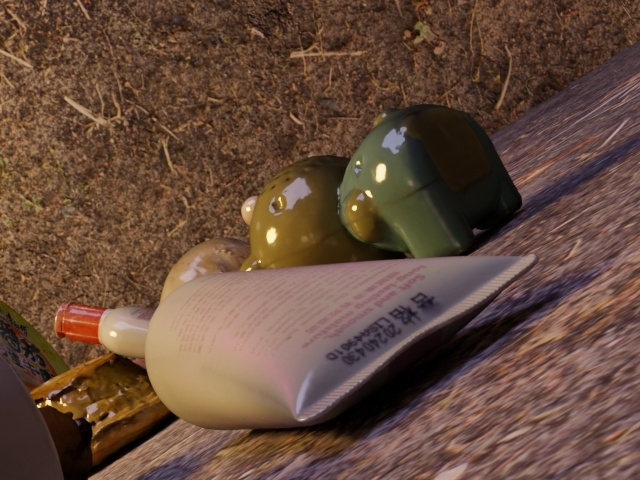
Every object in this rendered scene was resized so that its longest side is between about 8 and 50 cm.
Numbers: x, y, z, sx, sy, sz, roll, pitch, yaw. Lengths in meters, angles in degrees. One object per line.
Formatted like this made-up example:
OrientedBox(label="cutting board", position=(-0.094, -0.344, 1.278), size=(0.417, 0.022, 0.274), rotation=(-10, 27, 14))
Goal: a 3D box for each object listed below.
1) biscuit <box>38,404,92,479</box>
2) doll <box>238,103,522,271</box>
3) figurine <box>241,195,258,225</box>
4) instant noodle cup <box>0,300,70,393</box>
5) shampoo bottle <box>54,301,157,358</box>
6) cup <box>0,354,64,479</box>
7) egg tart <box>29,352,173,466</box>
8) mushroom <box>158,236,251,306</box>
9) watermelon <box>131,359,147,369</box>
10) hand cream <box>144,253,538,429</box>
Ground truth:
OrientedBox(label="biscuit", position=(-0.304, 0.240, 1.326), size=(0.296, 0.075, 0.296), rotation=(-33, -13, -9))
OrientedBox(label="doll", position=(0.045, -0.027, 1.658), size=(0.260, 0.161, 0.177), rotation=(-27, 6, 38))
OrientedBox(label="figurine", position=(0.000, 0.000, 1.937), size=(0.200, 0.133, 0.276), rotation=(8, 2, 6))
OrientedBox(label="instant noodle cup", position=(-0.460, 0.223, 2.216), size=(0.200, 0.264, 0.264), rotation=(-39, 1, 7))
OrientedBox(label="shampoo bottle", position=(-0.176, 0.101, 1.774), size=(0.221, 0.051, 0.108), rotation=(7, 9, 15))
OrientedBox(label="cup", position=(-0.344, 0.199, 0.955), size=(0.371, 0.253, 0.253), rotation=(-29, 0, -44))
OrientedBox(label="egg tart", position=(-0.252, 0.190, 1.792), size=(0.241, 0.106, 0.241), rotation=(-28, 2, 1))
OrientedBox(label="mushroom", position=(-0.116, 0.078, 1.896), size=(0.127, 0.166, 0.166), rotation=(11, 15, 13))
OrientedBox(label="watermelon", position=(-0.224, 0.182, 1.992), size=(0.092, 0.072, 0.084), rotation=(-36, -18, 33))
OrientedBox(label="hand cream", position=(-0.009, 0.072, 1.121), size=(0.185, 0.118, 0.358), rotation=(-31, 9, -24))
